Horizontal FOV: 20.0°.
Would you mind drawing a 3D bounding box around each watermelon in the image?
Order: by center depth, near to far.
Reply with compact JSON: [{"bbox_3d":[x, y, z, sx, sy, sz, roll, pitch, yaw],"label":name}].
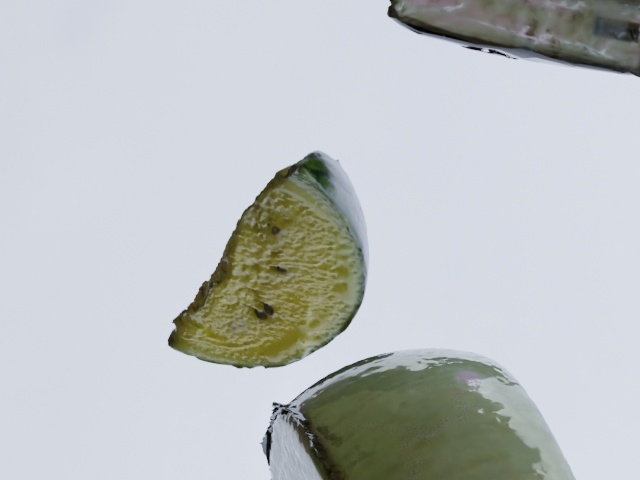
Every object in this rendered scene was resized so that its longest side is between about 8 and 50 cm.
[{"bbox_3d":[-0.033,0.023,1.612,0.301,0.129,0.123,124,-38,-49],"label":"watermelon"}]

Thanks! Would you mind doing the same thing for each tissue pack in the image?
[{"bbox_3d":[0.222,-0.239,1.621,0.332,0.245,0.123,-44,146,-61],"label":"tissue pack"}]

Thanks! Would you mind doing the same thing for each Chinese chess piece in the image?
[{"bbox_3d":[0.075,0.242,1.133,0.349,0.146,0.349,166,-90,-79],"label":"Chinese chess piece"}]
